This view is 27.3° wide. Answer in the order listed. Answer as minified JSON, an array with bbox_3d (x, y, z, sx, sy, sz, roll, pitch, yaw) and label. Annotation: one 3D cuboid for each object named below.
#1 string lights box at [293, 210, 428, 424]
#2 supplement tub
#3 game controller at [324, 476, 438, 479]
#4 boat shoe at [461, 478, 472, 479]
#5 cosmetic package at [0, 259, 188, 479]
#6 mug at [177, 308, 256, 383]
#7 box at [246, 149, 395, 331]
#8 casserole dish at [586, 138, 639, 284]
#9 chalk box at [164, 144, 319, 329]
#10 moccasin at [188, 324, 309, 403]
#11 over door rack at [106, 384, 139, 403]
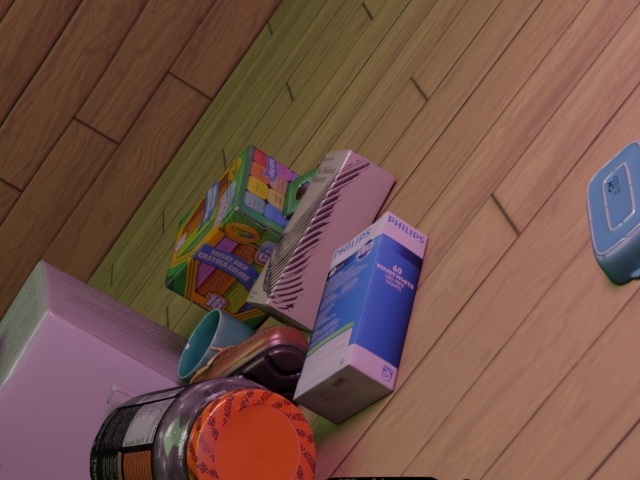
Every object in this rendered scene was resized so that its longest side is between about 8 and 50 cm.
[{"bbox_3d":[0.055,0.101,1.759,0.133,0.076,0.260,-38,27,46],"label":"string lights box"},{"bbox_3d":[-0.155,0.288,1.714,0.338,0.207,0.207,-19,42,59],"label":"supplement tub"},{"bbox_3d":[0.031,0.337,1.461,0.319,0.067,0.166,-19,42,61],"label":"game controller"},{"bbox_3d":[0.138,0.289,1.286,0.042,0.049,0.133,-48,20,31],"label":"boat shoe"},{"bbox_3d":[-0.435,0.285,2.339,0.329,0.327,0.393,-57,17,4],"label":"cosmetic package"},{"bbox_3d":[-0.157,0.183,2.146,0.129,0.097,0.158,-50,19,25],"label":"mug"},{"bbox_3d":[0.000,0.000,2.035,0.275,0.094,0.113,-62,19,-11],"label":"box"},{"bbox_3d":[0.320,-0.037,1.361,0.114,0.037,0.188,-46,21,32],"label":"casserole dish"},{"bbox_3d":[-0.102,-0.019,2.194,0.289,0.179,0.180,-46,22,33],"label":"chalk box"},{"bbox_3d":[-0.133,0.227,1.980,0.380,0.139,0.147,127,155,-46],"label":"moccasin"},{"bbox_3d":[-0.300,0.425,2.049,0.239,0.108,0.324,-121,40,-70],"label":"over door rack"}]
